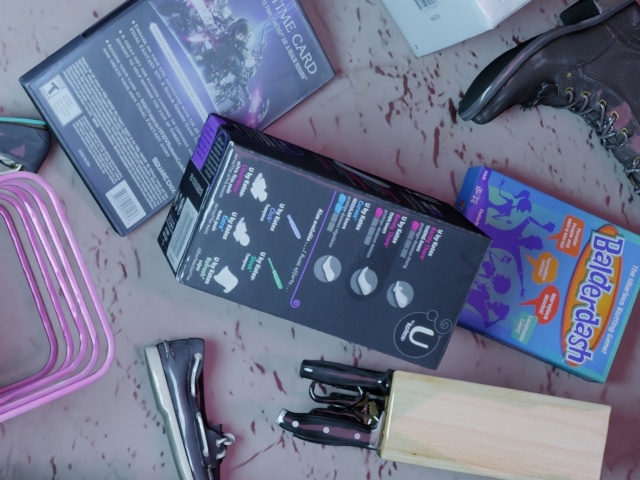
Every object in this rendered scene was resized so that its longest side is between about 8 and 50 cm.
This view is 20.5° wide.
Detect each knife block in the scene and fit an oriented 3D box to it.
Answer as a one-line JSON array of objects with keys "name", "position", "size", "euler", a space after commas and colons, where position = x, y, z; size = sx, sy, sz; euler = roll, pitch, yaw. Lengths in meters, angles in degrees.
[{"name": "knife block", "position": [0.104, 0.174, 1.697], "size": [0.242, 0.275, 0.088], "euler": [13, 85, -44]}]

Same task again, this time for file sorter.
[{"name": "file sorter", "position": [-0.312, 0.060, 1.558], "size": [0.182, 0.290, 0.202], "euler": [-21, 94, -18]}]

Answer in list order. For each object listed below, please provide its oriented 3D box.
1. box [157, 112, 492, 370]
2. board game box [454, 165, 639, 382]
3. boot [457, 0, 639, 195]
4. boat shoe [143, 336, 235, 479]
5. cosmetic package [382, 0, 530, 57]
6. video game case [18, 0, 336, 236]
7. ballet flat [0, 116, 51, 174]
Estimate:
[{"name": "box", "position": [0.000, 0.000, 1.689], "size": [0.270, 0.165, 0.143], "euler": [20, 99, -15]}, {"name": "board game box", "position": [0.223, 0.036, 1.826], "size": [0.210, 0.047, 0.160], "euler": [22, 83, -14]}, {"name": "boot", "position": [0.295, -0.126, 1.829], "size": [0.263, 0.091, 0.229], "euler": [-35, 97, -16]}, {"name": "boat shoe", "position": [-0.114, 0.193, 1.717], "size": [0.065, 0.075, 0.206], "euler": [-17, 88, -12]}, {"name": "cosmetic package", "position": [0.180, -0.307, 1.733], "size": [0.224, 0.224, 0.138], "euler": [-34, 97, -14]}, {"name": "video game case", "position": [-0.131, -0.157, 1.704], "size": [0.274, 0.026, 0.196], "euler": [-39, 126, -14]}, {"name": "ballet flat", "position": [-0.355, -0.095, 1.663], "size": [0.203, 0.074, 0.074], "euler": [10, 86, -17]}]
